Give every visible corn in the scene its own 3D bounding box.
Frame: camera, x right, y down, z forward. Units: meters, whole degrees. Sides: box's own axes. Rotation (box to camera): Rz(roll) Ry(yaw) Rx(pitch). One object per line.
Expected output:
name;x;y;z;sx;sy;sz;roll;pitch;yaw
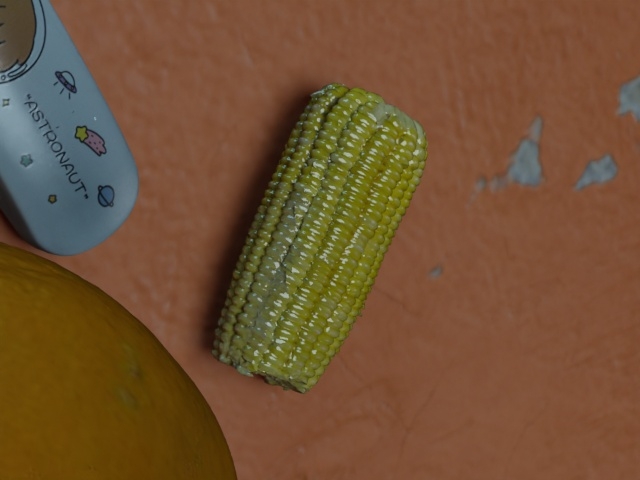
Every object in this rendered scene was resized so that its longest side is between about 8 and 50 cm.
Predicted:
corn;0.000;0.000;0.999;0.085;0.063;0.165;33;78;-59

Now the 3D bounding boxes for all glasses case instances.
glasses case;-0.147;-0.074;0.891;0.067;0.045;0.178;-41;117;-26

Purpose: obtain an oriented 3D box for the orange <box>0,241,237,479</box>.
orange;-0.180;0.143;0.741;0.312;0.312;0.312;-5;99;-35
